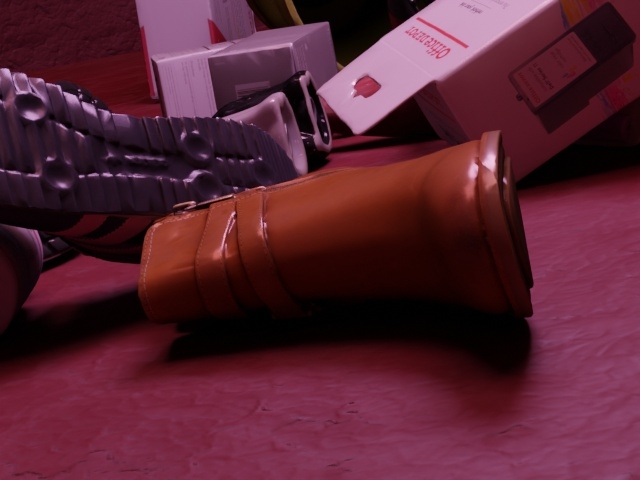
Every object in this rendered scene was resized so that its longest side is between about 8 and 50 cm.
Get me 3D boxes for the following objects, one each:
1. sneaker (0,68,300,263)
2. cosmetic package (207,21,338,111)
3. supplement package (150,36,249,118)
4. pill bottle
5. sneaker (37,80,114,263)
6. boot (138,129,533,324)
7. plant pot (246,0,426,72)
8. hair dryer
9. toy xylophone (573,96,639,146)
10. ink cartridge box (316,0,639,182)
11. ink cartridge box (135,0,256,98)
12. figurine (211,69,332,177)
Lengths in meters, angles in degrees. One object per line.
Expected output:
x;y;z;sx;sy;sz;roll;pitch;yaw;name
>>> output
-0.174;-0.030;0.944;0.319;0.112;0.131;12;-34;-33;sneaker
-0.044;-0.169;1.545;0.107;0.127;0.238;-7;15;15;cosmetic package
-0.124;-0.206;1.811;0.179;0.105;0.105;-12;13;-9;supplement package
-0.244;0.018;0.968;0.087;0.087;0.160;-10;12;0;pill bottle
-0.265;-0.027;1.224;0.124;0.107;0.283;-44;12;27;sneaker
0.000;0.000;0.802;0.220;0.109;0.283;-9;10;-2;boot
0.049;-0.393;1.899;0.367;0.366;0.353;-15;13;-19;plant pot
0.100;-0.191;1.389;0.224;0.080;0.293;27;-46;-30;hair dryer
0.380;-0.157;1.258;0.323;0.081;0.236;-14;12;-18;toy xylophone
0.184;-0.168;1.182;0.353;0.119;0.207;-34;20;2;ink cartridge box
-0.205;-0.371;2.321;0.131;0.226;0.306;-6;12;10;ink cartridge box
-0.111;-0.082;1.341;0.209;0.092;0.215;-15;12;14;figurine
